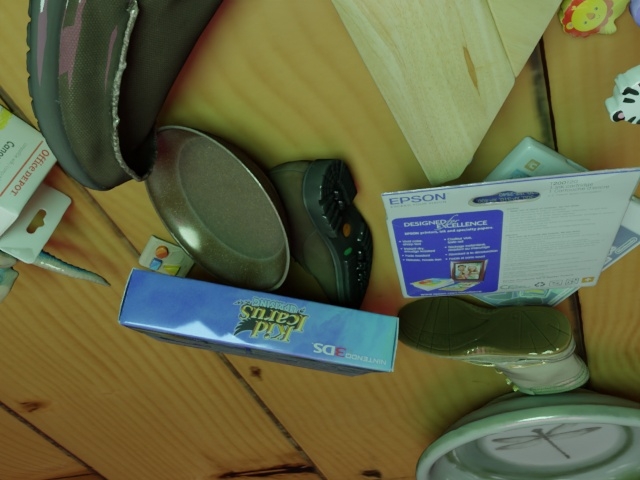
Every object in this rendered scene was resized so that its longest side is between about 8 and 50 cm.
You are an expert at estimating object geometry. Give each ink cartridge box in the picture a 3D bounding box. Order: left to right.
[{"bbox_3d":[-0.341,-0.078,0.567,0.067,0.115,0.198,-33,123,32],"label":"ink cartridge box"},{"bbox_3d":[0.171,-0.011,0.545,0.207,0.045,0.208,-4,149,12],"label":"ink cartridge box"}]

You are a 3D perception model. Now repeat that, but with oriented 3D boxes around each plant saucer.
[{"bbox_3d":[-0.101,-0.034,0.587,0.199,0.036,0.198,25,138,25],"label":"plant saucer"},{"bbox_3d":[0.342,0.310,0.849,0.401,0.100,0.400,3,137,3],"label":"plant saucer"}]

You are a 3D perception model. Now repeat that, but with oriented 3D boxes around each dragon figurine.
[{"bbox_3d":[-0.397,-0.006,0.663,0.289,0.144,0.085,-1,135,-19],"label":"dragon figurine"}]

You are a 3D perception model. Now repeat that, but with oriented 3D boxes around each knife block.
[{"bbox_3d":[0.044,-0.194,0.423,0.242,0.088,0.275,15,134,-6],"label":"knife block"}]

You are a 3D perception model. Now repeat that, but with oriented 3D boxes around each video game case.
[{"bbox_3d":[-0.069,0.105,0.667,0.270,0.061,0.244,11,166,-4],"label":"video game case"},{"bbox_3d":[0.230,0.001,0.630,0.184,0.023,0.201,24,132,-15],"label":"video game case"}]

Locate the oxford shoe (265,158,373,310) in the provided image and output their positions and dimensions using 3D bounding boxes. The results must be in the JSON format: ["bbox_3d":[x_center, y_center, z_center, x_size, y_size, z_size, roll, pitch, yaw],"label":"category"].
[{"bbox_3d":[0.000,0.000,0.634,0.096,0.082,0.227,6,136,27],"label":"oxford shoe"}]

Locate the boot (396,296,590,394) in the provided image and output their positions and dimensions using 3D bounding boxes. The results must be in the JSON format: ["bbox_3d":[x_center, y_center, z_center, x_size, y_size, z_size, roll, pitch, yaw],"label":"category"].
[{"bbox_3d":[0.215,0.137,0.722,0.213,0.077,0.165,-2,151,34],"label":"boot"}]

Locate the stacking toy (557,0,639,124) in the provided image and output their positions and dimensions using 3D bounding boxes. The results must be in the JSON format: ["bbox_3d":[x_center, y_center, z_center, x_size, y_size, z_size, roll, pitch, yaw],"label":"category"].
[{"bbox_3d":[0.238,-0.190,0.345,0.052,0.167,0.221,18,134,-10],"label":"stacking toy"}]

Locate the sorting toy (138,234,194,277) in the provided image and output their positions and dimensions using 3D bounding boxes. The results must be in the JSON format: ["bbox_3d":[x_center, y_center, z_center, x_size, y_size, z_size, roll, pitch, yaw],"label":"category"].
[{"bbox_3d":[-0.185,0.017,0.707,0.062,0.012,0.083,26,132,-16],"label":"sorting toy"}]

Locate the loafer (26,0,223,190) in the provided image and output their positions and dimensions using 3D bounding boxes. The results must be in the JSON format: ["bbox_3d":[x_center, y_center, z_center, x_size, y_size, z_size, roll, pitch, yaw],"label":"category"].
[{"bbox_3d":[-0.128,-0.184,0.415,0.130,0.133,0.365,10,130,-8],"label":"loafer"}]
